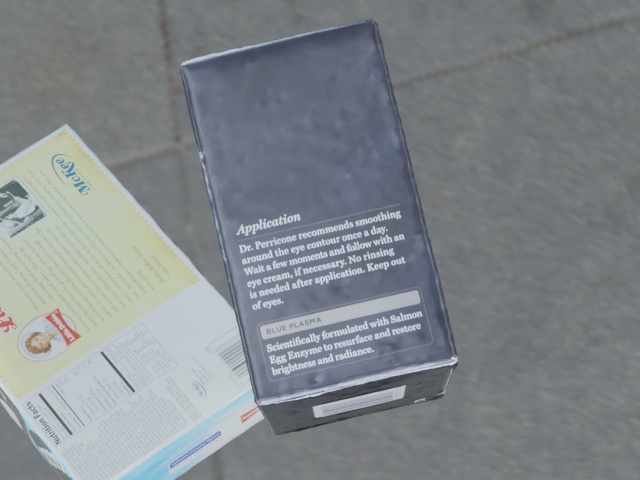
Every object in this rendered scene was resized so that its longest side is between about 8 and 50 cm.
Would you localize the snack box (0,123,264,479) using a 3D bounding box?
[{"bbox_3d":[-0.194,0.061,1.611,0.187,0.060,0.322,-33,59,-17],"label":"snack box"}]

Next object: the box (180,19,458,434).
[{"bbox_3d":[0.000,0.000,0.918,0.093,0.156,0.158,-13,79,-1],"label":"box"}]
